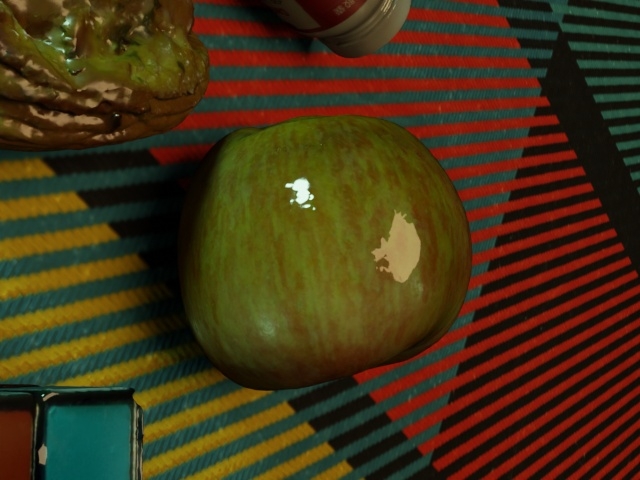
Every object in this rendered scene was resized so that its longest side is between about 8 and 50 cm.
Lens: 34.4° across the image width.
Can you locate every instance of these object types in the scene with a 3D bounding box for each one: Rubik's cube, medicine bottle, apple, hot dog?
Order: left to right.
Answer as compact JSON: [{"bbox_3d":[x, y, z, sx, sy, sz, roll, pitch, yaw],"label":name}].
[{"bbox_3d":[-0.227,0.179,0.628,0.180,0.167,0.183,6,83,-58],"label":"Rubik's cube"},{"bbox_3d":[-0.176,-0.165,0.777,0.272,0.122,0.196,-18,95,-51],"label":"hot dog"},{"bbox_3d":[-0.020,-0.284,0.992,0.250,0.131,0.131,36,59,-47],"label":"medicine bottle"},{"bbox_3d":[0.000,0.000,0.898,0.264,0.264,0.264,7,82,-54],"label":"apple"}]
